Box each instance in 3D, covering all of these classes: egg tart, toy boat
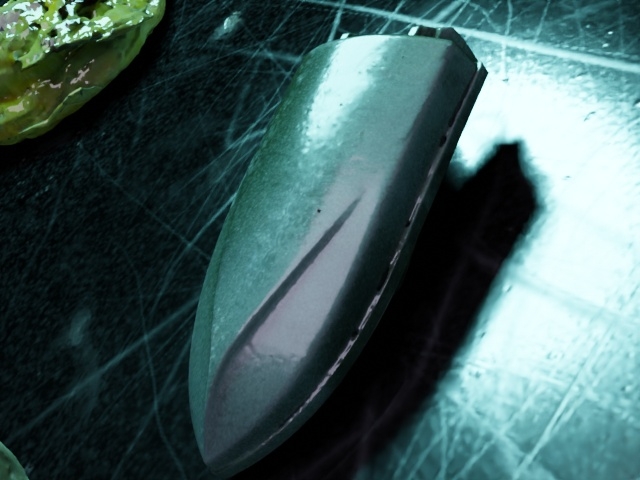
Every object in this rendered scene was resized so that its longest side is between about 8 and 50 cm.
[{"bbox_3d":[-0.309,-0.231,1.145,0.297,0.132,0.297,-22,36,17],"label":"egg tart"},{"bbox_3d":[0.000,0.000,0.644,0.141,0.092,0.319,5,62,44],"label":"toy boat"}]

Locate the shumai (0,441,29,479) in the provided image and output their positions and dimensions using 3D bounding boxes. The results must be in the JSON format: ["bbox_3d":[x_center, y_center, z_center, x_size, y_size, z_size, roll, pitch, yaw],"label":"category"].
[{"bbox_3d":[-0.245,0.213,0.579,0.209,0.161,0.153,-35,28,-24],"label":"shumai"}]
